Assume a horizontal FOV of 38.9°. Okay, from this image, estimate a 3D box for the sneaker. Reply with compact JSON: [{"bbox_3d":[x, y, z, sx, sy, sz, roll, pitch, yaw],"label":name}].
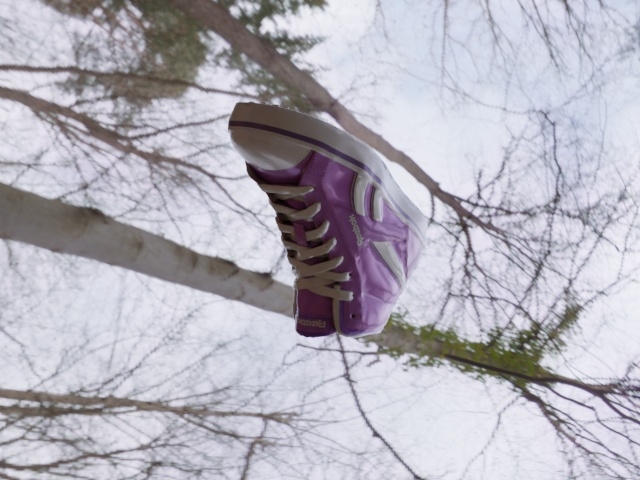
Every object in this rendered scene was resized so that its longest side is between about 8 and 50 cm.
[{"bbox_3d":[0.001,0.000,0.813,0.102,0.282,0.161,10,-109,41],"label":"sneaker"}]
